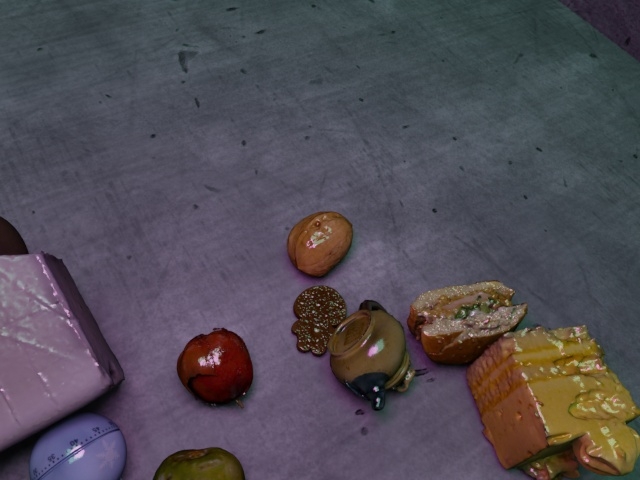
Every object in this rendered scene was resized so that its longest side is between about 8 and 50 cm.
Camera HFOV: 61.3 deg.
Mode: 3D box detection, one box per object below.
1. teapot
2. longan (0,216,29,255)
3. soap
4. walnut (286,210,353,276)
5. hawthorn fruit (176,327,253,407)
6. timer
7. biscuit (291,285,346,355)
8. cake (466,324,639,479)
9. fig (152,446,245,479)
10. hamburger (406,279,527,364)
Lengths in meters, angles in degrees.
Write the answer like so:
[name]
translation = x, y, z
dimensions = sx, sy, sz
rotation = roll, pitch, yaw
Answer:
[teapot]
translation = 0.122, 0.240, 1.153
dimensions = 0.182, 0.173, 0.269
rotation = 45, 31, -17
[longan]
translation = -0.714, 0.036, 1.121
dimensions = 0.197, 0.220, 0.196
rotation = -13, 34, 9
[soap]
translation = -0.616, 0.207, 0.927
dimensions = 0.436, 0.213, 0.350
rotation = -25, 86, -15
[walnut]
translation = 0.000, 0.000, 1.299
dimensions = 0.180, 0.144, 0.144
rotation = -36, 67, -19
[hawthorn fruit]
translation = -0.204, 0.265, 1.089
dimensions = 0.148, 0.148, 0.171
rotation = -28, 83, -24
[timer]
translation = -0.411, 0.433, 0.953
dimensions = 0.176, 0.175, 0.255
rotation = -16, 88, -18
[biscuit]
translation = -0.008, 0.180, 1.238
dimensions = 0.124, 0.026, 0.175
rotation = 15, 55, 3
[cake]
translation = 0.465, 0.339, 1.077
dimensions = 0.223, 0.227, 0.285
rotation = -6, 57, -13
[fig]
translation = -0.206, 0.471, 0.931
dimensions = 0.167, 0.167, 0.233
rotation = -6, 50, -12
[hamburger]
translation = 0.325, 0.195, 1.201
dimensions = 0.283, 0.156, 0.144
rotation = -7, 38, -19
